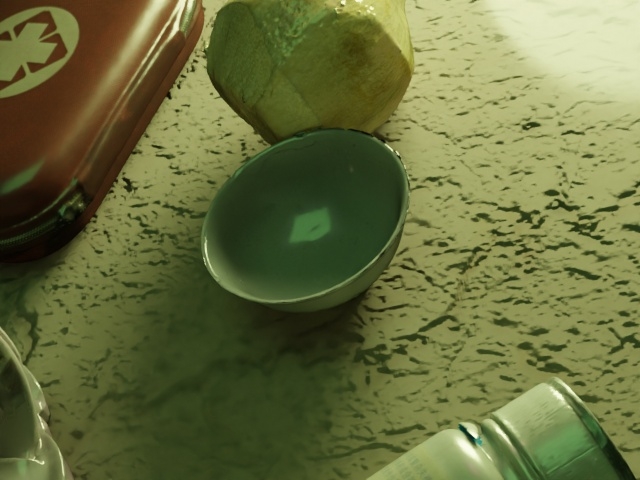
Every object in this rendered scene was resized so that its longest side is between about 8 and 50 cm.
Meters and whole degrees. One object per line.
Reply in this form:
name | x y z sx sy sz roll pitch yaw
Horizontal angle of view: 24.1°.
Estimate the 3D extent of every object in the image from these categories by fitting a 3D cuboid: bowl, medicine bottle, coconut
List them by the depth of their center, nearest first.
medicine bottle | 0.087 0.211 1.022 0.258 0.143 0.143 -33 46 -2
bowl | 0.000 0.000 1.287 0.189 0.086 0.189 -13 49 15
coconut | 0.002 -0.176 1.375 0.194 0.194 0.194 -13 47 15

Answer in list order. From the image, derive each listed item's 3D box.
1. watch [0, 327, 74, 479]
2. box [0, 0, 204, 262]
watch | -0.326 0.153 1.211 0.196 0.231 0.244 -12 51 20
box | -0.284 -0.154 1.540 0.263 0.108 0.404 6 54 29
